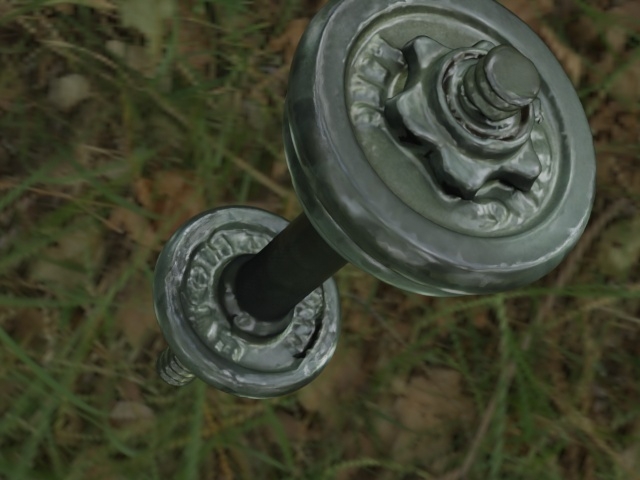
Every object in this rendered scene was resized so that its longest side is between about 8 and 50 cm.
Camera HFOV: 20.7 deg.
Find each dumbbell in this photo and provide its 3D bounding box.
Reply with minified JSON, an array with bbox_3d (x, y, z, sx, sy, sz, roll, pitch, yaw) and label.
[{"bbox_3d":[0.000,0.000,0.621,0.110,0.254,0.110,13,61,-24],"label":"dumbbell"}]
